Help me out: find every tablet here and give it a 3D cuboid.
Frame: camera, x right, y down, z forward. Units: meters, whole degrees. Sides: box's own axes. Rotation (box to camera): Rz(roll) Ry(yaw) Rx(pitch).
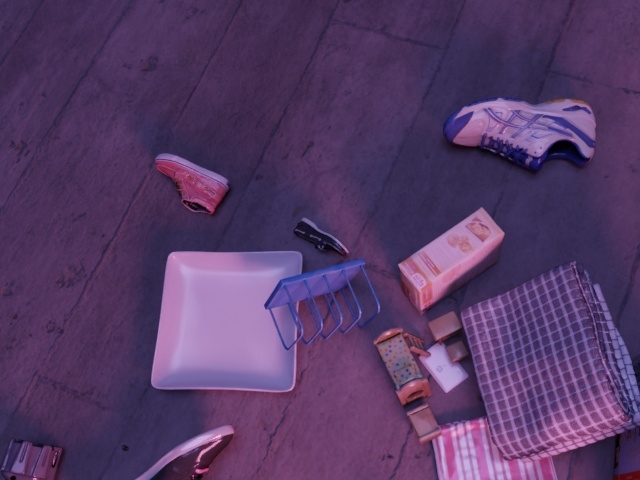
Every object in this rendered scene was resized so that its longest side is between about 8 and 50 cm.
[{"bbox_3d":[0.226,0.232,1.308,0.054,0.006,0.083,-35,67,-6],"label":"tablet"}]

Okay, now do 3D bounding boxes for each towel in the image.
[{"bbox_3d":[0.296,0.374,1.227,0.197,0.029,0.144,-11,66,4],"label":"towel"},{"bbox_3d":[0.366,0.193,1.158,0.235,0.121,0.283,-37,50,38],"label":"towel"}]

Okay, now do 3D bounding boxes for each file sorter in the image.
[{"bbox_3d":[0.005,0.119,1.295,0.170,0.118,0.104,-13,68,-26],"label":"file sorter"}]

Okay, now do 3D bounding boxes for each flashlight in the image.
[{"bbox_3d":[-0.567,0.512,1.266,0.103,0.103,0.304,6,70,14],"label":"flashlight"}]

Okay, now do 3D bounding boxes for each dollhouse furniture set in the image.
[{"bbox_3d":[0.204,0.230,1.245,0.161,0.101,0.182,-26,60,0],"label":"dollhouse furniture set"}]

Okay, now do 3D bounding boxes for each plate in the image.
[{"bbox_3d":[-0.175,0.156,1.379,0.277,0.045,0.278,0,68,7],"label":"plate"}]

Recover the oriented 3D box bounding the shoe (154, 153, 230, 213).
[{"bbox_3d":[-0.285,-0.119,1.497,0.178,0.063,0.081,22,68,12],"label":"shoe"}]

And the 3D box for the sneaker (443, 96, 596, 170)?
[{"bbox_3d":[0.393,-0.203,1.402,0.296,0.112,0.131,-2,68,9],"label":"sneaker"}]

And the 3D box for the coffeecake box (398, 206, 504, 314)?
[{"bbox_3d":[0.239,0.041,1.308,0.185,0.142,0.068,-34,67,-6],"label":"coffeecake box"}]

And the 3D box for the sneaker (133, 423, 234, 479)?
[{"bbox_3d":[-0.246,0.454,1.243,0.296,0.104,0.147,-37,69,-1],"label":"sneaker"}]

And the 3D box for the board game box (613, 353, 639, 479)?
[{"bbox_3d":[0.529,0.312,1.065,0.086,0.308,0.302,8,70,9],"label":"board game box"}]

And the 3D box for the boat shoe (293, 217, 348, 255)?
[{"bbox_3d":[0.000,0.000,1.415,0.125,0.046,0.038,34,77,23],"label":"boat shoe"}]
